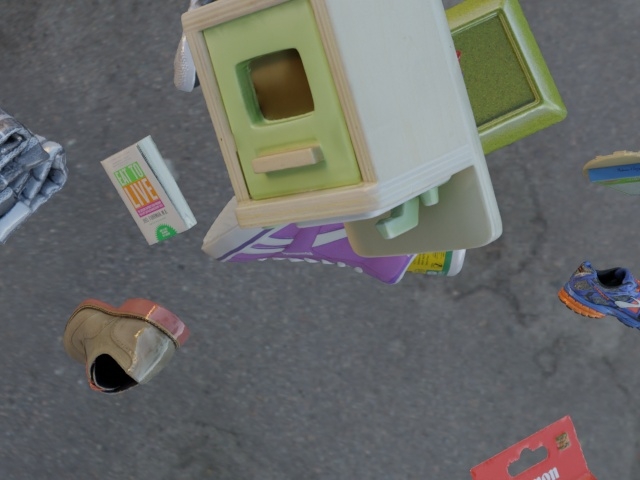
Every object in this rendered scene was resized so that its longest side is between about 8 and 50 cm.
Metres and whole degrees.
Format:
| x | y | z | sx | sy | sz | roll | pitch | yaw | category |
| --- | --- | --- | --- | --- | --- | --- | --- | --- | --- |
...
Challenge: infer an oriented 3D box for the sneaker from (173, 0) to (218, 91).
| x | y | z | sx | sy | sz | roll | pitch | yaw | category |
| --- | --- | --- | --- | --- | --- | --- | --- | --- | --- |
| -0.153 | -0.349 | 1.884 | 0.153 | 0.101 | 0.268 | 15 | 57 | -9 | sneaker |

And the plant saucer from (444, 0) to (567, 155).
| x | y | z | sx | sy | sz | roll | pitch | yaw | category |
| --- | --- | --- | --- | --- | --- | --- | --- | --- | --- |
| 0.190 | -0.201 | 1.395 | 0.188 | 0.045 | 0.188 | -25 | 92 | 2 | plant saucer |

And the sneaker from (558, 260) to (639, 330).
| x | y | z | sx | sy | sz | roll | pitch | yaw | category |
| --- | --- | --- | --- | --- | --- | --- | --- | --- | --- |
| 0.515 | 0.092 | 1.880 | 0.221 | 0.083 | 0.087 | 11 | 116 | -13 | sneaker |

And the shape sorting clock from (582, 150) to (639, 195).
| x | y | z | sx | sy | sz | roll | pitch | yaw | category |
| --- | --- | --- | --- | --- | --- | --- | --- | --- | --- |
| 0.510 | -0.106 | 1.732 | 0.206 | 0.206 | 0.040 | 9 | 80 | -31 | shape sorting clock |

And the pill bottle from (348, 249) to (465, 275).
| x | y | z | sx | sy | sz | roll | pitch | yaw | category |
| --- | --- | --- | --- | --- | --- | --- | --- | --- | --- |
| 0.088 | -0.017 | 1.520 | 0.208 | 0.117 | 0.117 | 5 | 87 | -2 | pill bottle |

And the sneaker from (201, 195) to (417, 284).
| x | y | z | sx | sy | sz | roll | pitch | yaw | category |
| --- | --- | --- | --- | --- | --- | --- | --- | --- | --- |
| 0.000 | 0.001 | 1.134 | 0.161 | 0.282 | 0.102 | 43 | 56 | -20 | sneaker |

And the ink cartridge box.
| x | y | z | sx | sy | sz | roll | pitch | yaw | category |
| --- | --- | --- | --- | --- | --- | --- | --- | --- | --- |
| 0.300 | 0.358 | 1.382 | 0.189 | 0.066 | 0.232 | -20 | 97 | -34 | ink cartridge box |

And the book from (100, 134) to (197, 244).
| x | y | z | sx | sy | sz | roll | pitch | yaw | category |
| --- | --- | --- | --- | --- | --- | --- | --- | --- | --- |
| -0.252 | -0.071 | 1.642 | 0.035 | 0.096 | 0.144 | -41 | 105 | -47 | book |

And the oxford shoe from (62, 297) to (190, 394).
| x | y | z | sx | sy | sz | roll | pitch | yaw | category |
| --- | --- | --- | --- | --- | --- | --- | --- | --- | --- |
| -0.340 | 0.172 | 1.759 | 0.123 | 0.348 | 0.130 | 41 | 62 | -19 | oxford shoe |

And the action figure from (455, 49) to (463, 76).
| x | y | z | sx | sy | sz | roll | pitch | yaw | category |
| --- | --- | --- | --- | --- | --- | --- | --- | --- | --- |
| 0.111 | -0.123 | 0.986 | 0.030 | 0.038 | 0.115 | -52 | 150 | -21 | action figure |

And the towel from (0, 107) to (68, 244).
| x | y | z | sx | sy | sz | roll | pitch | yaw | category |
| --- | --- | --- | --- | --- | --- | --- | --- | --- | --- |
| -0.357 | -0.026 | 0.816 | 0.284 | 0.235 | 0.121 | -48 | 146 | -20 | towel |

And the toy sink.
| x | y | z | sx | sy | sz | roll | pitch | yaw | category |
| --- | --- | --- | --- | --- | --- | --- | --- | --- | --- |
| 0.014 | -0.083 | 0.840 | 0.131 | 0.153 | 0.234 | -26 | 105 | -43 | toy sink |
